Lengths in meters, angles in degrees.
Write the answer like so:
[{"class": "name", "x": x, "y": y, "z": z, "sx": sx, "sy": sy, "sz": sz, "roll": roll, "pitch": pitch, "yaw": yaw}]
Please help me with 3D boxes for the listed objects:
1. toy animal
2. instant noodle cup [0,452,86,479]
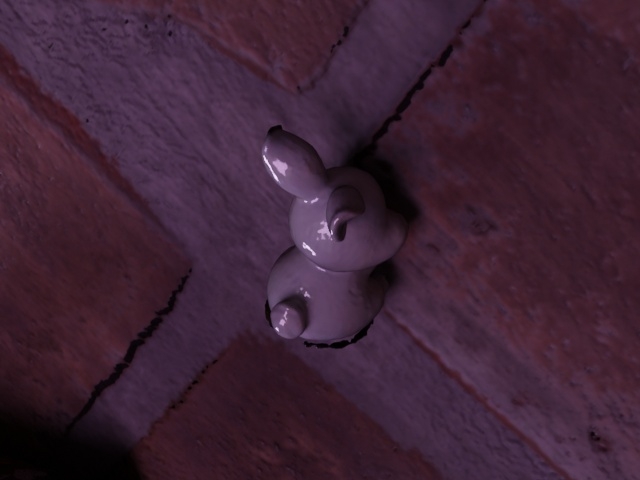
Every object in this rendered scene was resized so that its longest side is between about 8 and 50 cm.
[{"class": "toy animal", "x": 0.005, "y": -0.002, "z": 0.891, "sx": 0.071, "sy": 0.085, "sz": 0.124, "roll": 42, "pitch": 134, "yaw": 28}, {"class": "instant noodle cup", "x": -0.263, "y": 0.246, "z": 1.188, "sx": 0.207, "sy": 0.217, "sz": 0.217, "roll": 19, "pitch": 131, "yaw": 34}]
